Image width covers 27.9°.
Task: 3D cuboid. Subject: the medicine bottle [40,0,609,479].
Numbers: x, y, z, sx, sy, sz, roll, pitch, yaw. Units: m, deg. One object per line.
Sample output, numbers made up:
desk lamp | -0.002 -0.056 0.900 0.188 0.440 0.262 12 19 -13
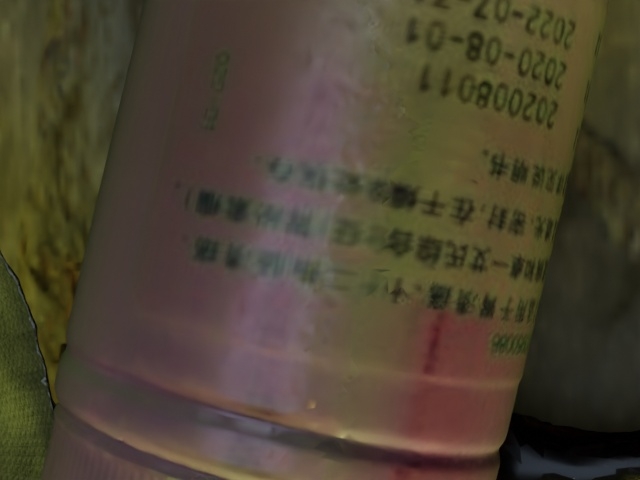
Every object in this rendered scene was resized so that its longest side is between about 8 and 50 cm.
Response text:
medicine bottle | 0.000 0.000 0.433 0.152 0.152 0.254 14 91 13

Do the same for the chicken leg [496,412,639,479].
chicken leg | 0.236 0.109 0.414 0.407 0.096 0.158 18 74 28

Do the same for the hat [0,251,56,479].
hat | -0.206 0.054 0.524 0.252 0.110 0.252 1 97 8
